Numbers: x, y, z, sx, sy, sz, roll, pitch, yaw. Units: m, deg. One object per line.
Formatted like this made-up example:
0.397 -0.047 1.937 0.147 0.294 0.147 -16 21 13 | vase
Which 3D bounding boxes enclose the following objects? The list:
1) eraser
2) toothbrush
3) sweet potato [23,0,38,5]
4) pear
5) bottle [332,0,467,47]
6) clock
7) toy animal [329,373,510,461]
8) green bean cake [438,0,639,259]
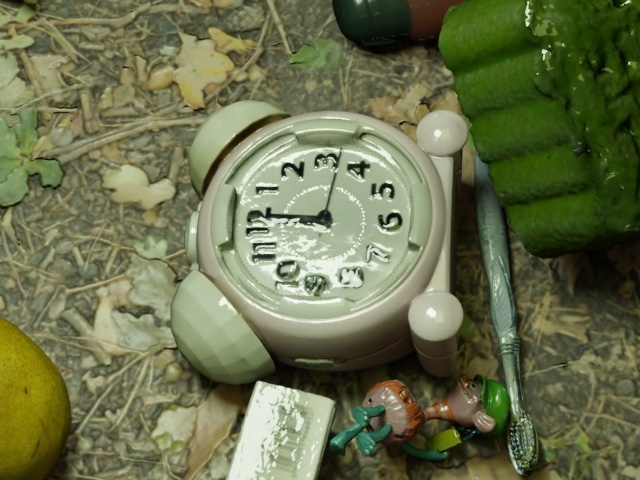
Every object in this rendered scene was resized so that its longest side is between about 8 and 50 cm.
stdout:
-0.078 0.356 1.492 0.098 0.096 0.404 15 66 3 | eraser
0.215 0.075 1.664 0.035 0.042 0.413 -3 64 -4 | toothbrush
-0.473 -0.430 1.829 0.112 0.112 0.359 -35 74 -16 | sweet potato
-0.372 0.177 1.507 0.209 0.209 0.209 1 66 -2 | pear
0.180 -0.332 1.792 0.336 0.144 0.144 -13 67 -6 | bottle
0.000 0.000 1.617 0.326 0.184 0.342 2 60 3 | clock
0.108 0.203 1.558 0.208 0.103 0.100 -6 21 -35 | toy animal
0.327 -0.172 1.599 0.335 0.218 0.319 -29 98 -39 | green bean cake
